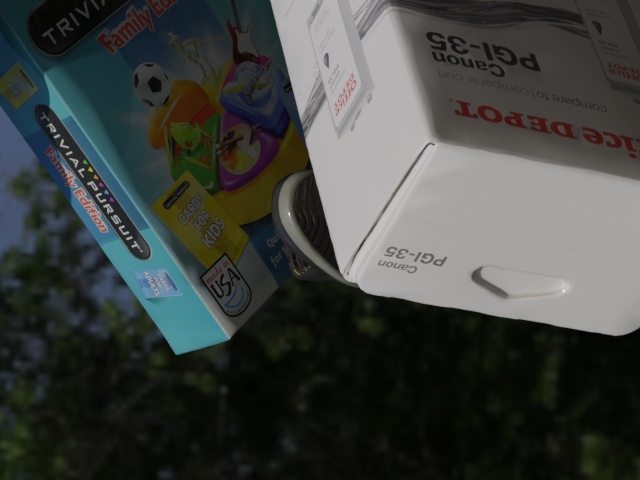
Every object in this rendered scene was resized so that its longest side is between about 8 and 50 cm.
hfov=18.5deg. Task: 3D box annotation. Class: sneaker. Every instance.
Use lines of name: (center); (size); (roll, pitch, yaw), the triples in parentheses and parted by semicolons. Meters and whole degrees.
sneaker: (0.000, 0.000, 1.497); (0.222, 0.118, 0.083); (24, -110, -55)

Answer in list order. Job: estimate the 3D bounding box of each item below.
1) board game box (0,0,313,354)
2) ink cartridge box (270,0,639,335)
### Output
board game box: (-0.119, -0.116, 1.637); (0.336, 0.079, 0.254); (56, -131, -15)
ink cartridge box: (0.098, -0.097, 1.169); (0.117, 0.207, 0.283); (-58, 33, 38)
